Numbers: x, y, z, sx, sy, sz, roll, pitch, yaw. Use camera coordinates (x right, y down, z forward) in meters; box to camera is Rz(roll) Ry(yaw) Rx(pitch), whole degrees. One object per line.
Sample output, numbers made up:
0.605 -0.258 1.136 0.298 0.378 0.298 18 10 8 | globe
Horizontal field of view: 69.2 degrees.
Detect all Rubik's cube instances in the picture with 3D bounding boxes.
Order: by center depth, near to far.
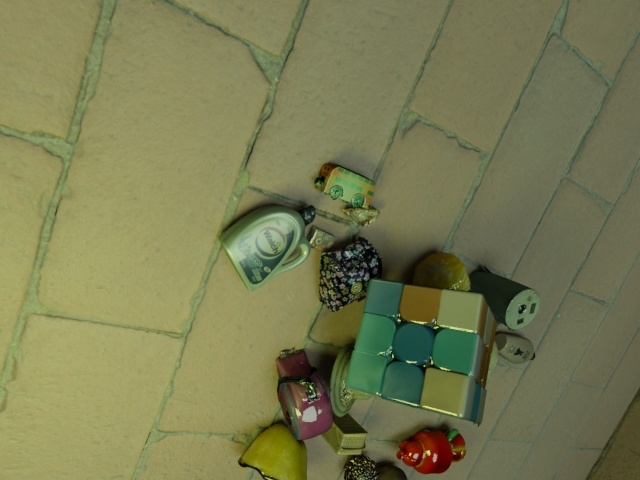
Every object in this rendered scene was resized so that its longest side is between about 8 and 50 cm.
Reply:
0.321 0.338 1.415 0.347 0.347 0.344 43 57 -56 | Rubik's cube

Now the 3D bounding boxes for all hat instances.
0.133 0.479 1.566 0.252 0.110 0.251 -12 104 -60 | hat

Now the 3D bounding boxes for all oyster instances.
0.130 -0.086 1.445 0.086 0.029 0.132 -42 136 13 | oyster

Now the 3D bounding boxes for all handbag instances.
0.099 0.113 1.459 0.208 0.127 0.228 -18 125 -26 | handbag

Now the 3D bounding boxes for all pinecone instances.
0.157 0.919 1.826 0.140 0.140 0.120 -26 153 -15 | pinecone

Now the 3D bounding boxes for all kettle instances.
0.652 0.228 1.718 0.160 0.243 0.210 -5 110 -24 | kettle

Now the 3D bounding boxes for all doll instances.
0.460 0.884 1.941 0.363 0.160 0.182 11 112 -29 | doll

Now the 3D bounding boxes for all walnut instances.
0.282 1.001 1.917 0.162 0.140 0.140 1 110 -43 | walnut

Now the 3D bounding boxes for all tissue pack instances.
0.000 0.000 1.417 0.083 0.035 0.063 24 98 -34 | tissue pack

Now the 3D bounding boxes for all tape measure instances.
-0.050 0.501 1.487 0.149 0.231 0.245 -14 120 -22 | tape measure

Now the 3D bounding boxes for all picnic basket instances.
0.080 0.691 1.670 0.115 0.164 0.079 12 96 -30 | picnic basket

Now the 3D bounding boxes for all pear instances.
-0.141 0.713 1.570 0.267 0.267 0.178 36 60 -33 | pear

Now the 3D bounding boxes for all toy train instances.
0.072 -0.160 1.364 0.188 0.072 0.099 18 102 -32 | toy train

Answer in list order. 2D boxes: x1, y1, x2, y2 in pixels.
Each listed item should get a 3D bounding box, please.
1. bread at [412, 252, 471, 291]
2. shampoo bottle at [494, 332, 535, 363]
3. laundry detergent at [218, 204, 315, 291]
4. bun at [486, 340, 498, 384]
0.417 0.142 1.593 0.197 0.197 0.170 -45 131 -4 | bread
0.848 0.472 2.013 0.257 0.078 0.127 24 98 -33 | shampoo bottle
-0.124 0.000 1.314 0.281 0.105 0.214 -31 121 -14 | laundry detergent
0.521 0.462 1.758 0.353 0.227 0.348 -7 111 -26 | bun
